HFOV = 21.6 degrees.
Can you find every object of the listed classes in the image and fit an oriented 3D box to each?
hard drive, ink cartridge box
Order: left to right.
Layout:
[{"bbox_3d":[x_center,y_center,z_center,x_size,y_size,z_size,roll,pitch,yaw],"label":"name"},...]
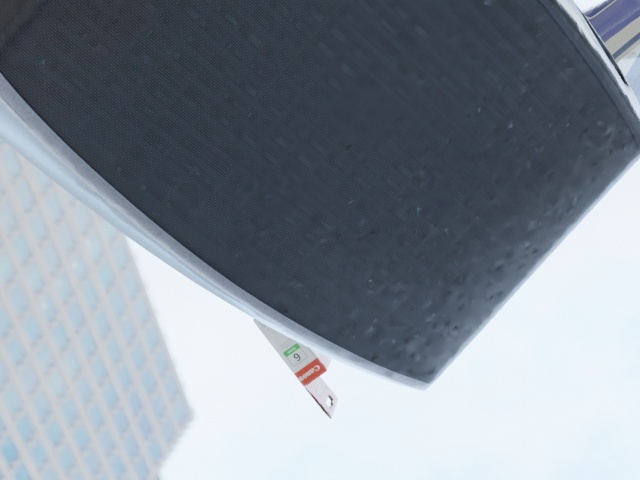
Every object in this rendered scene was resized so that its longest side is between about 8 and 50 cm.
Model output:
[{"bbox_3d":[-0.012,0.102,1.521,0.029,0.115,0.063,-37,-174,13],"label":"ink cartridge box"},{"bbox_3d":[0.001,-0.053,0.570,0.172,0.255,0.054,-48,-140,6],"label":"hard drive"}]

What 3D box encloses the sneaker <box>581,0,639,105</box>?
[{"bbox_3d":[0.116,-0.117,1.255,0.315,0.127,0.182,-40,-116,29],"label":"sneaker"}]
